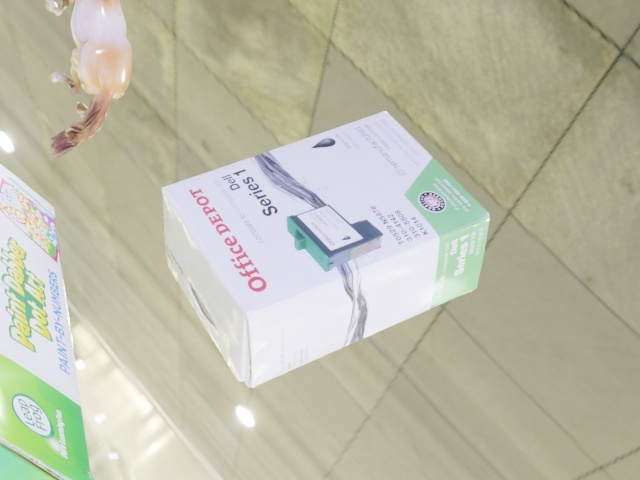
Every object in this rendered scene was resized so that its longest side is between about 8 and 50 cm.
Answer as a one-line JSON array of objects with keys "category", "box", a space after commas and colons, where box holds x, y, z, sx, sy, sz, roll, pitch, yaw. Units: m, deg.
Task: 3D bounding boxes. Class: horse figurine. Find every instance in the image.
[{"category": "horse figurine", "box": [-0.252, -0.224, 0.994, 0.174, 0.066, 0.263, 2, 95, 57]}]

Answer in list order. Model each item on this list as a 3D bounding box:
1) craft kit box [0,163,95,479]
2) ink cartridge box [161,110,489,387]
[{"category": "craft kit box", "box": [-0.222, 0.103, 0.424, 0.061, 0.250, 0.247, 46, -175, -36]}, {"category": "ink cartridge box", "box": [0.000, 0.000, 0.754, 0.160, 0.219, 0.093, 51, 152, 37]}]
